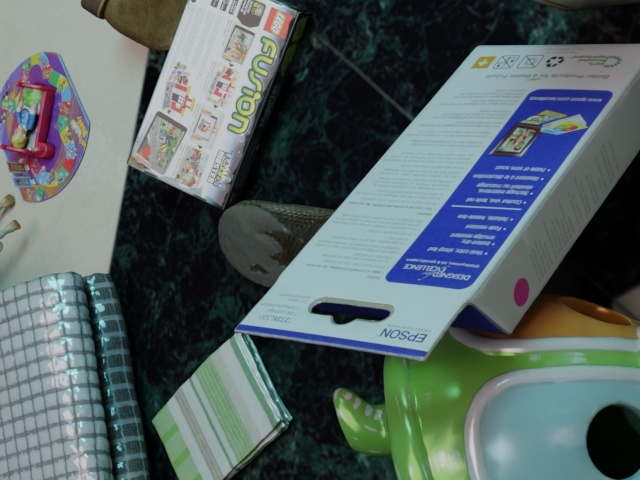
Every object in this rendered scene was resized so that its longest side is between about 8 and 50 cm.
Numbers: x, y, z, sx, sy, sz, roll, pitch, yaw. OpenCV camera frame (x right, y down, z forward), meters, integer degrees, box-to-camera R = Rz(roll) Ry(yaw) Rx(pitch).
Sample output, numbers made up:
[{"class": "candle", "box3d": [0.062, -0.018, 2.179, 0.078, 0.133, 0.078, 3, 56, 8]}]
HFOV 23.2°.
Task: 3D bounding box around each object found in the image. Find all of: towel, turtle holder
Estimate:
[{"class": "towel", "box3d": [-0.310, 0.179, 1.635, 0.283, 0.121, 0.235, -22, 73, 35]}, {"class": "turtle holder", "box3d": [0.173, 0.190, 1.146, 0.227, 0.243, 0.320, -21, 62, 19]}, {"class": "towel", "box3d": [-0.097, 0.175, 1.519, 0.152, 0.023, 0.113, -46, 57, 30]}]

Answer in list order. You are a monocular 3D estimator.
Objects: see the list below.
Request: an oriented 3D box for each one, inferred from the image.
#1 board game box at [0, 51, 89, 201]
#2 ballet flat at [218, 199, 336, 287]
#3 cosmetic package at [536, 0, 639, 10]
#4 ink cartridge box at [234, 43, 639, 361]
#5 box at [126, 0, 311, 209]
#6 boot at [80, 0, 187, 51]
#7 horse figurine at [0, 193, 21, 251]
[{"class": "board game box", "box3d": [-0.322, -0.129, 1.730, 0.133, 0.033, 0.169, -42, 61, 29]}, {"class": "ballet flat", "box3d": [0.000, 0.000, 1.437, 0.249, 0.058, 0.084, 1, 108, 46]}, {"class": "cosmetic package", "box3d": [0.149, -0.279, 1.166, 0.113, 0.309, 0.160, -1, 84, 41]}, {"class": "ink cartridge box", "box3d": [0.110, -0.025, 1.177, 0.175, 0.371, 0.069, 5, 130, 40]}, {"class": "box", "box3d": [-0.100, -0.146, 1.514, 0.114, 0.036, 0.207, 26, 103, 14]}, {"class": "boot", "box3d": [-0.109, -0.326, 1.551, 0.115, 0.112, 0.305, 36, 106, 4]}, {"class": "horse figurine", "box3d": [-0.409, 0.035, 1.683, 0.174, 0.263, 0.066, -37, 101, 9]}]
